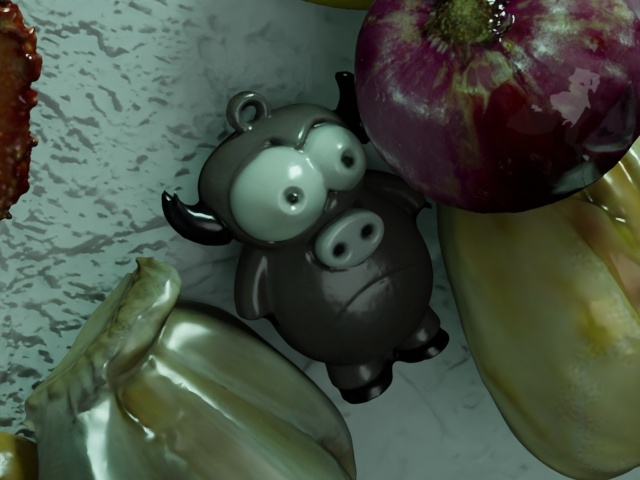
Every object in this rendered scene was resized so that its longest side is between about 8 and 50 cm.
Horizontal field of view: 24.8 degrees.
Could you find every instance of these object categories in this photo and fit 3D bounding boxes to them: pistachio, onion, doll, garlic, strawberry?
[{"bbox_3d":[0.207,0.048,1.151,0.230,0.230,0.309,-30,104,-13],"label":"pistachio"},{"bbox_3d":[0.132,-0.108,1.003,0.207,0.200,0.200,-10,112,-8],"label":"onion"},{"bbox_3d":[0.000,0.001,1.093,0.182,0.117,0.257,-35,120,-15],"label":"doll"},{"bbox_3d":[-0.081,0.184,1.061,0.325,0.132,0.279,50,53,-16],"label":"garlic"},{"bbox_3d":[-0.266,-0.105,0.965,0.167,0.087,0.208,10,130,-8],"label":"strawberry"}]

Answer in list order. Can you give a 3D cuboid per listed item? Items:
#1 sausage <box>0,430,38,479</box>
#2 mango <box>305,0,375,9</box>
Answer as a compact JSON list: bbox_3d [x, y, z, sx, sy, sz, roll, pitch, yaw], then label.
[{"bbox_3d":[-0.158,0.259,1.118,0.328,0.112,0.112,40,89,-31],"label":"sausage"},{"bbox_3d":[0.080,-0.255,1.043,0.317,0.119,0.176,-22,124,-12],"label":"mango"}]
